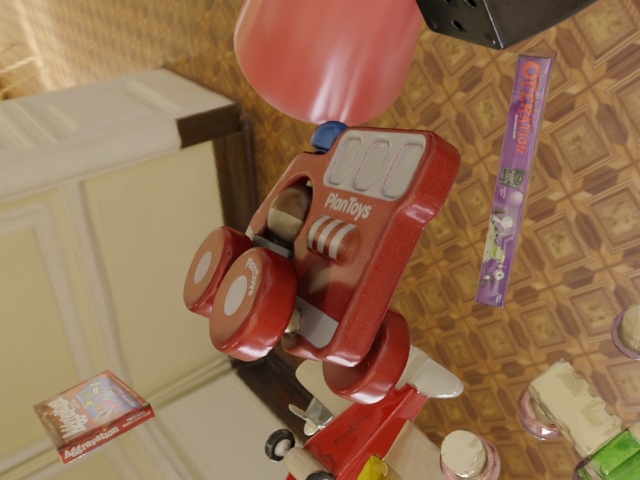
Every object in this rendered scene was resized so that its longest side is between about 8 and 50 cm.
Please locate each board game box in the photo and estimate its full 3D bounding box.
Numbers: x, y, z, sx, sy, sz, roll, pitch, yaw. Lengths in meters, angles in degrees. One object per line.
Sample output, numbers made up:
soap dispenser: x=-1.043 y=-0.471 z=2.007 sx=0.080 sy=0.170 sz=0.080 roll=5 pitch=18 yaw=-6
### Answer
board game box: x=-0.387 y=0.284 z=1.072 sx=0.281 sy=0.145 sz=0.027 roll=1 pitch=114 yaw=59
board game box: x=0.288 y=-0.099 z=0.943 sx=0.056 sy=0.208 sz=0.347 roll=14 pitch=113 yaw=22

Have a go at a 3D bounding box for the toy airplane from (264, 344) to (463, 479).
toy airplane: x=0.108 y=0.374 z=1.208 sx=0.384 sy=0.386 sz=0.273 roll=-10 pitch=129 yaw=16

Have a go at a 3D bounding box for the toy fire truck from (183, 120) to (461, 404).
toy fire truck: x=0.000 y=0.000 z=0.656 sx=0.254 sy=0.169 sz=0.302 roll=-63 pitch=26 yaw=-1

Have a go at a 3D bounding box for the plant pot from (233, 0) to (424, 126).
plant pot: x=0.030 y=-0.334 z=0.881 sx=0.275 sy=0.274 sz=0.243 roll=59 pitch=156 yaw=12

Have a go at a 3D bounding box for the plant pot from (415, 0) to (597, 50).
plant pot: x=0.192 y=-0.320 z=0.703 sx=0.187 sy=0.167 sz=0.188 roll=40 pitch=173 yaw=47

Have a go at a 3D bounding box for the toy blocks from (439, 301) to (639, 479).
toy blocks: x=0.325 y=0.254 z=0.670 sx=0.289 sy=0.309 sz=0.260 roll=52 pitch=178 yaw=28
